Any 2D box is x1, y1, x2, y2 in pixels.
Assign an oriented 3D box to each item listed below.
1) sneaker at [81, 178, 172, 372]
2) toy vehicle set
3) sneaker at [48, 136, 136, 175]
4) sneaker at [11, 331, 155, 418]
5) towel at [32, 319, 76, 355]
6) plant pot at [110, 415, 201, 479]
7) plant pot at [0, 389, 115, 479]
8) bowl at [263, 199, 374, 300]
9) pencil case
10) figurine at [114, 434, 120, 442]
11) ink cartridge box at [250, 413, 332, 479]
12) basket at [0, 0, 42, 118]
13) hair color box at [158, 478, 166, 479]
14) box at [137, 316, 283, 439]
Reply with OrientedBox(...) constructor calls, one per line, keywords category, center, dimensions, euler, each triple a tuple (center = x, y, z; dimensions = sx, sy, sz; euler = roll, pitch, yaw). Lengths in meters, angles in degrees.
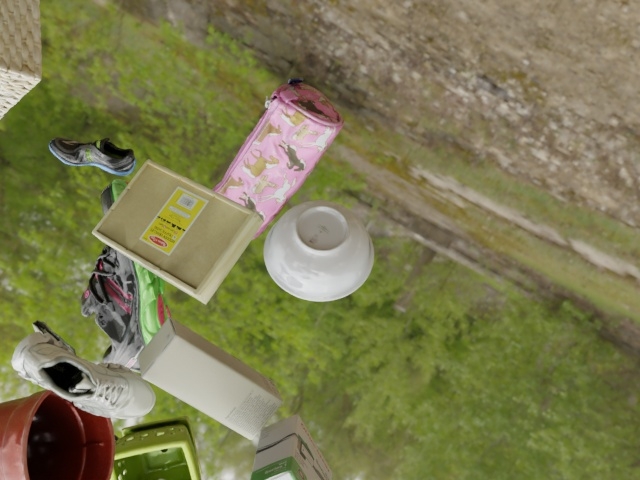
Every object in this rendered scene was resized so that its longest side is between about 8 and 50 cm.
OrientedBox(category="sneaker", center=(-0.462, 0.099, 1.889), dimensions=(0.202, 0.482, 0.185), euler=(-1, -162, 3))
OrientedBox(category="toy vehicle set", center=(-0.243, -0.022, 1.374), dimensions=(0.267, 0.166, 0.035), euler=(27, 165, 32))
OrientedBox(category="sneaker", center=(-0.500, -0.200, 1.811), dimensions=(0.188, 0.078, 0.067), euler=(13, -135, -13))
OrientedBox(category="sneaker", center=(-0.427, 0.271, 1.529), dimensions=(0.292, 0.110, 0.118), euler=(31, 169, -35))
OrientedBox(category="towel", center=(-0.701, 0.406, 2.299), dimensions=(0.056, 0.324, 0.312), euler=(-22, -149, -32))
OrientedBox(category="plant pot", center=(-0.448, 0.622, 2.280), dimensions=(0.228, 0.227, 0.207), euler=(-11, -164, -1))
OrientedBox(category="plant pot", center=(-0.610, 0.435, 1.670), dimensions=(0.265, 0.272, 0.272), euler=(-10, 164, 22))
OrientedBox(category="bowl", center=(0.000, 0.000, 2.152), dimensions=(0.298, 0.298, 0.134), euler=(31, 151, 14))
OrientedBox(category="pencil case", center=(-0.113, -0.167, 1.804), dimensions=(0.167, 0.386, 0.160), euler=(41, -148, 5))
OrientedBox(category="figurine", center=(-0.581, 0.697, 2.387), dimensions=(0.092, 0.214, 0.209), euler=(-13, 145, 23))
OrientedBox(category="ink cartridge box", center=(-0.052, 0.458, 1.570), dimensions=(0.160, 0.093, 0.219), euler=(62, -170, -14))
OrientedBox(category="basket", center=(-0.887, -0.507, 2.005), dimensions=(0.266, 0.331, 0.328), euler=(-21, 158, 40))
OrientedBox(category="hair color box", center=(-0.351, 0.714, 1.764), dimensions=(0.185, 0.374, 0.113), euler=(0, 134, 34))
OrientedBox(category="box", center=(-0.215, 0.274, 1.614), dimensions=(0.275, 0.113, 0.094), euler=(38, -176, -25))
